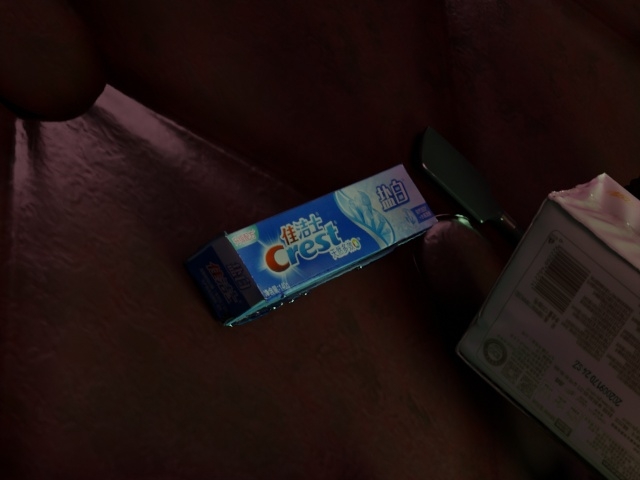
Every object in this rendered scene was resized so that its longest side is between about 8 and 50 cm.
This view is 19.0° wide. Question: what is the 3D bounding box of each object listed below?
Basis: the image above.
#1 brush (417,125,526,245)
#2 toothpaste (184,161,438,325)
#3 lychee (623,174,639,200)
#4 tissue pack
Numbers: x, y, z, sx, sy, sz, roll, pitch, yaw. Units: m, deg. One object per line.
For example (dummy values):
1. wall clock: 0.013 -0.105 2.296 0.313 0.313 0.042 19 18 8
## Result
1. brush: 0.156 -0.030 1.776 0.193 0.016 0.063 41 38 -22
2. toothpaste: 0.000 0.000 1.526 0.272 0.053 0.066 -24 82 -55
3. lychee: 0.365 0.041 1.759 0.267 0.267 0.267 31 42 -33
4. tissue pack: 0.254 0.087 1.589 0.225 0.185 0.124 40 31 22
